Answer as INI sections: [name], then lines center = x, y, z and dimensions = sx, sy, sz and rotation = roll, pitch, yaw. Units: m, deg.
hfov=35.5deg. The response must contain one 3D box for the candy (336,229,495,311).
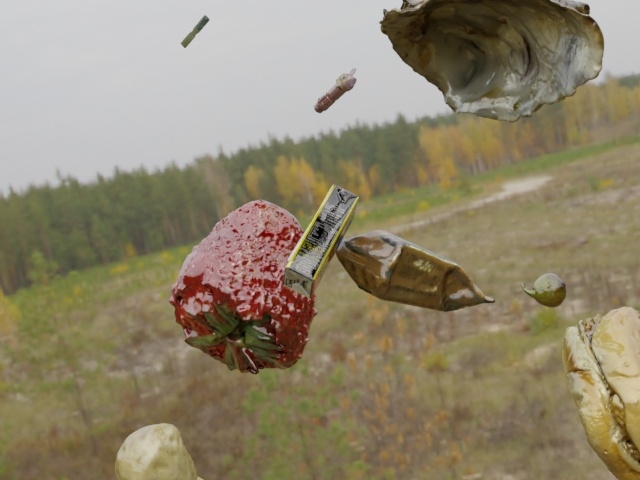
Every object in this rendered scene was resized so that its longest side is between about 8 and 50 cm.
[candy]
center = 0.163, 0.060, 1.633
dimensions = 0.271, 0.101, 0.143
rotation = 18, 7, -39

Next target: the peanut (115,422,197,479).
[peanut]
center = -0.232, 0.362, 1.326
dimensions = 0.125, 0.275, 0.111
rotation = -9, 27, -38

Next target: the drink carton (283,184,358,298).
[drink carton]
center = 0.000, 0.000, 1.544
dimensions = 0.056, 0.166, 0.071
rotation = 26, -27, 5

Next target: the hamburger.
[hamburger]
center = 0.345, 0.176, 1.109
dimensions = 0.108, 0.214, 0.213
rotation = -27, -3, 26

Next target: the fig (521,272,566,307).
[fig]
center = 0.534, 0.122, 2.369
dimensions = 0.098, 0.084, 0.082
rotation = -17, -17, -6

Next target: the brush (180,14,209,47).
[brush]
center = -0.270, -0.450, 2.152
dimensions = 0.084, 0.016, 0.013
rotation = -48, 27, 3

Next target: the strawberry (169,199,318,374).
[strawberry]
center = -0.124, 0.091, 1.788
dimensions = 0.261, 0.261, 0.258
rotation = -9, 42, 32

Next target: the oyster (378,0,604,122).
[oyster]
center = 0.175, -0.237, 1.164
dimensions = 0.111, 0.204, 0.396
rotation = -57, 14, -9

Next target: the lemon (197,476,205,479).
[lemon]
center = -0.266, 0.541, 1.798
dimensions = 0.245, 0.245, 0.320
rotation = -10, -27, 26

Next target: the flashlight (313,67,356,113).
[flashlight]
center = 0.027, -0.275, 1.844
dimensions = 0.031, 0.052, 0.110
rotation = 31, -53, -28
